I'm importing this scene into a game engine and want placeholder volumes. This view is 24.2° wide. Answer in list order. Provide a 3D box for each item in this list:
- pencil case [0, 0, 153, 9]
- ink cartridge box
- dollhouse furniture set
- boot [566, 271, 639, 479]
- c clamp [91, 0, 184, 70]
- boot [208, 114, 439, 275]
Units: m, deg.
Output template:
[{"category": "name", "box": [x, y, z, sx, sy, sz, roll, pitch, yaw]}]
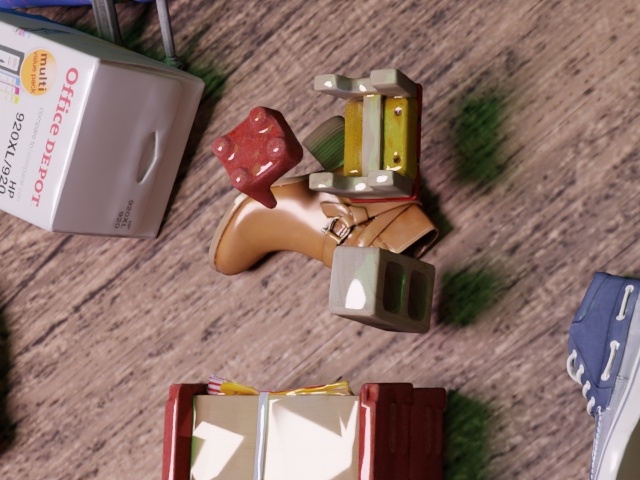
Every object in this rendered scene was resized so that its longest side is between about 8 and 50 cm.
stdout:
[{"category": "pencil case", "box": [-0.298, -0.303, 1.565, 0.306, 0.133, 0.119, 2, 120, 28]}, {"category": "ink cartridge box", "box": [-0.267, -0.119, 1.450, 0.233, 0.168, 0.171, 22, 100, 30]}, {"category": "dollhouse furniture set", "box": [-0.004, 0.055, 1.278, 0.201, 0.152, 0.374, -1, 80, 27]}, {"category": "boot", "box": [0.237, 0.120, 1.212, 0.086, 0.069, 0.190, 13, 74, 36]}, {"category": "c clamp", "box": [-0.170, -0.216, 1.469, 0.137, 0.160, 0.022, 21, 55, 12]}, {"category": "boot", "box": [0.000, 0.000, 1.358, 0.197, 0.073, 0.152, -46, 67, 15]}]
